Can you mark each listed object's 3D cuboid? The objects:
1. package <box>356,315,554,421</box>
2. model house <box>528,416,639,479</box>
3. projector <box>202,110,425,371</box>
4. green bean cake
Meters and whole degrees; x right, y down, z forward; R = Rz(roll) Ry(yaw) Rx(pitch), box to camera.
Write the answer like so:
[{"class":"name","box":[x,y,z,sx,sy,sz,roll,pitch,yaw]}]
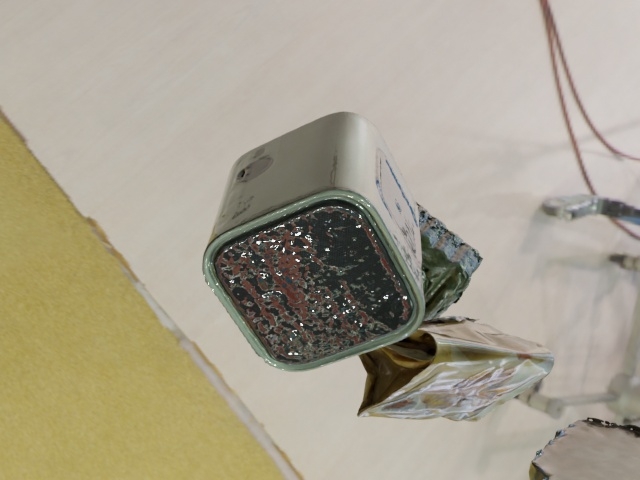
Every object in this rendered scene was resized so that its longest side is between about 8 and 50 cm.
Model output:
[{"class":"package","box":[0.212,0.192,1.475,0.311,0.221,0.165,9,49,-39]},{"class":"model house","box":[0.461,0.537,1.208,0.445,0.395,0.400,-17,113,-53]},{"class":"projector","box":[0.000,0.000,1.201,0.248,0.249,0.248,-23,118,16]},{"class":"green bean cake","box":[0.174,0.060,1.771,0.241,0.255,0.132,-52,173,33]}]
